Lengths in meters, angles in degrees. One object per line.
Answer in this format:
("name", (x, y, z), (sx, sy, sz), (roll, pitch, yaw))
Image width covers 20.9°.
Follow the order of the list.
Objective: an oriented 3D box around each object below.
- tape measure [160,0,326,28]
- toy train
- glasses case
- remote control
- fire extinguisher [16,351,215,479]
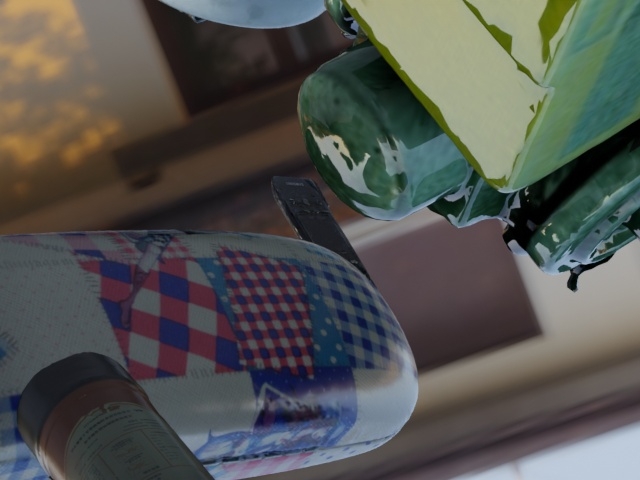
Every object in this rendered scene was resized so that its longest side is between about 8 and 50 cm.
("tape measure", (-0.006, -0.143, 1.036), (0.164, 0.084, 0.330), (-13, -140, -31))
("toy train", (0.156, -0.135, 0.548), (0.369, 0.150, 0.237), (-30, 161, -23))
("glasses case", (-0.084, 0.057, 0.836), (0.327, 0.125, 0.076), (-1, 143, -42))
("remote control", (0.000, 0.000, 1.047), (0.039, 0.096, 0.014), (3, 136, -45))
("fire extinguisher", (-0.056, 0.103, 0.606), (0.062, 0.050, 0.177), (-31, -143, -14))
